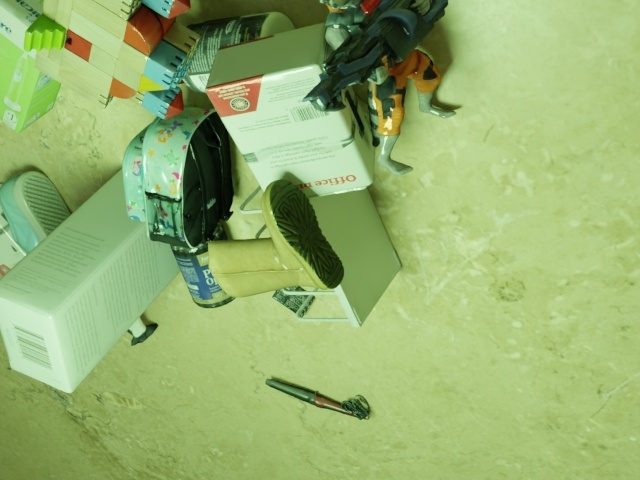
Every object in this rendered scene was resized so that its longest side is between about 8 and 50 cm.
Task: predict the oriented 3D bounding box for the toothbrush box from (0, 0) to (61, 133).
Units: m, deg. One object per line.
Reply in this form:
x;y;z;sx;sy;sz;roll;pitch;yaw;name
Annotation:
-0.634;-0.395;1.897;0.206;0.122;0.283;38;137;0;toothbrush box

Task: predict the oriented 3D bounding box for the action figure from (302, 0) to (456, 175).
0.068;-0.266;1.430;0.178;0.341;0.330;9;132;48;action figure

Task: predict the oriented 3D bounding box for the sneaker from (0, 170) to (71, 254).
-0.667;0.004;2.258;0.150;0.135;0.366;-6;111;38;sneaker

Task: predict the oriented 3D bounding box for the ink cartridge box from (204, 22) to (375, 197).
-0.041;-0.203;1.542;0.196;0.114;0.273;-9;136;19;ink cartridge box

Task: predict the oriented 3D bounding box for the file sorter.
0.000;0.000;1.776;0.173;0.193;0.278;-4;123;38;file sorter

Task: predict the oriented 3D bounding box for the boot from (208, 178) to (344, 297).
-0.114;0.009;1.662;0.269;0.089;0.236;-5;122;44;boot

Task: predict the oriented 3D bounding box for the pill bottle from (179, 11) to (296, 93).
-0.168;-0.331;1.647;0.245;0.130;0.131;2;126;31;pill bottle

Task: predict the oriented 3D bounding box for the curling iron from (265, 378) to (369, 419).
-0.006;0.371;2.203;0.273;0.035;0.068;14;128;22;curling iron

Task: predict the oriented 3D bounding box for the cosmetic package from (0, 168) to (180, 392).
-0.466;0.069;1.939;0.161;0.453;0.230;19;133;19;cosmetic package

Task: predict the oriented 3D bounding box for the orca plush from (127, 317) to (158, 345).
-0.486;0.115;2.285;0.151;0.102;0.287;-32;124;-1;orca plush

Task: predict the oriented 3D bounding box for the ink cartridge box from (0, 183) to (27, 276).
-0.803;-0.020;2.344;0.158;0.092;0.218;-20;111;42;ink cartridge box

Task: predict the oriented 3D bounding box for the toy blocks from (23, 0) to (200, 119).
-0.327;-0.340;1.543;0.260;0.191;0.381;31;145;-3;toy blocks

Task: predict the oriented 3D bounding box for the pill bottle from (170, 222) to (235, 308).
-0.255;0.029;2.011;0.122;0.123;0.219;4;128;30;pill bottle

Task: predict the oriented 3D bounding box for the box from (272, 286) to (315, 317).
-0.060;0.126;2.043;0.083;0.018;0.067;33;136;4;box

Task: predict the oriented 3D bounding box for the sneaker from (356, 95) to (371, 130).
0.041;-0.225;1.653;0.152;0.058;0.084;37;128;-9;sneaker

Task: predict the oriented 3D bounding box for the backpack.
-0.272;-0.143;1.807;0.191;0.225;0.254;17;129;13;backpack
